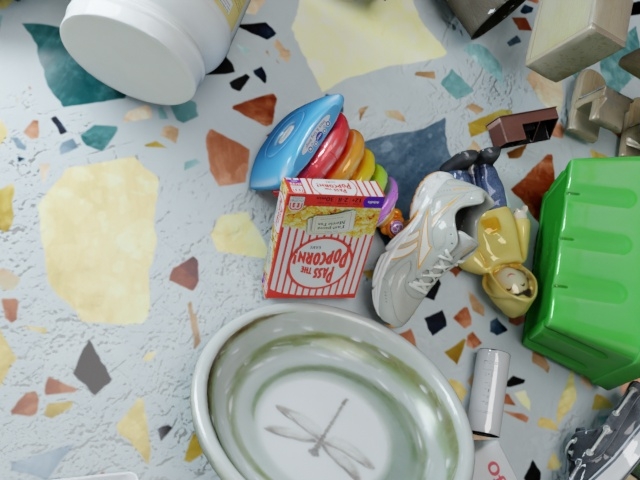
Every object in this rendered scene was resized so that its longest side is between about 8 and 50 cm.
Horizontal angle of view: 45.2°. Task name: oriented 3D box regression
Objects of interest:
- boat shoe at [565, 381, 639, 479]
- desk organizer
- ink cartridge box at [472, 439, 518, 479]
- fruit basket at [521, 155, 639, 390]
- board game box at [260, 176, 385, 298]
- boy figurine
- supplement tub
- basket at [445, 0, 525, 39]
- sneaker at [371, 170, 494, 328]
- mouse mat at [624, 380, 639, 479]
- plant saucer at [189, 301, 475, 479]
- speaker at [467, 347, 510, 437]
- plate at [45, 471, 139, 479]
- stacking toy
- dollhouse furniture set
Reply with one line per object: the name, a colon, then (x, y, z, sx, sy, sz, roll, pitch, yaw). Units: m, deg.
boat shoe: (0.448, 0.350, 1.246, 0.301, 0.108, 0.102, -43, 59, -12)
desk organizer: (0.371, -0.204, 1.394, 0.130, 0.047, 0.050, -13, 82, -21)
ink cartridge box: (0.158, 0.451, 1.098, 0.306, 0.131, 0.226, -24, 84, -22)
fruit basket: (0.546, 0.067, 1.281, 0.393, 0.283, 0.391, 0, 71, -1)
board game box: (0.000, 0.000, 1.141, 0.147, 0.193, 0.045, 0, 37, -18)
boy figurine: (0.280, -0.009, 1.287, 0.177, 0.092, 0.285, -6, 74, -21)
supplement tub: (-0.219, -0.394, 1.138, 0.241, 0.241, 0.331, 24, 69, -11)
basket: (0.271, -0.507, 1.391, 0.204, 0.154, 0.227, -38, 86, -31)
sneaker: (0.174, 0.020, 1.181, 0.099, 0.121, 0.262, 29, 84, -45)
mouse mat: (0.587, 0.355, 1.338, 0.190, 0.007, 0.152, 36, 67, -6)
plant saucer: (0.011, 0.258, 1.063, 0.401, 0.100, 0.400, 14, 37, -11)
speaker: (0.269, 0.245, 1.232, 0.055, 0.055, 0.136, 17, 70, -14)
plate: (-0.350, 0.419, 0.920, 0.278, 0.045, 0.278, 0, 41, -20)
stacking toy: (0.055, -0.075, 1.213, 0.302, 0.166, 0.175, 39, 75, -22)
dollhouse furniture set: (0.571, -0.345, 1.302, 0.394, 0.362, 0.256, 22, 72, -19)
